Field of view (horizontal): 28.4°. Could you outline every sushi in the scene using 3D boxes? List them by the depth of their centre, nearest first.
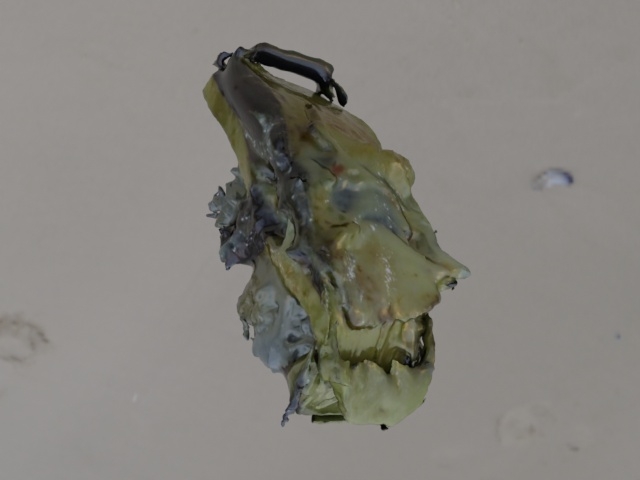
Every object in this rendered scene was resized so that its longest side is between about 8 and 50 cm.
[{"bbox_3d":[0.004,-0.004,0.880,0.139,0.291,0.131,10,137,-39],"label":"sushi"}]
